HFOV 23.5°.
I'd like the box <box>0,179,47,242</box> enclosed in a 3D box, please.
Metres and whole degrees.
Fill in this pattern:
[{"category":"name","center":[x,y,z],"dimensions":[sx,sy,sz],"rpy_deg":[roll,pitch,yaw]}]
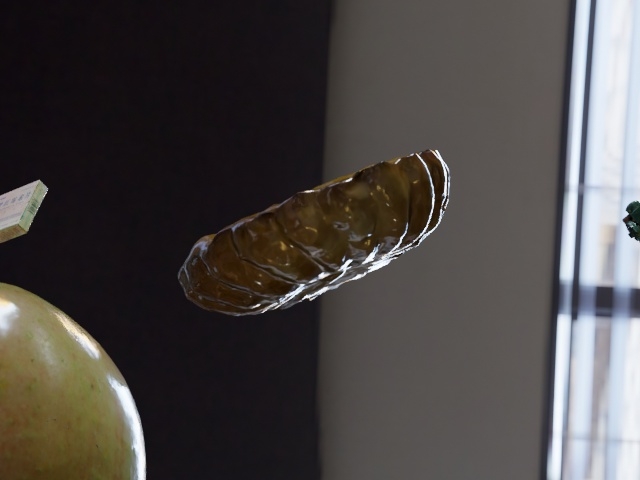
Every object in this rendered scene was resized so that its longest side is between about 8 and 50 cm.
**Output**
[{"category":"box","center":[-0.299,-0.020,1.440],"dimensions":[0.015,0.093,0.058],"rpy_deg":[47,43,-32]}]

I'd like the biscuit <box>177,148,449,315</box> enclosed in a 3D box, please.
[{"category":"biscuit","center":[0.000,0.000,1.713],"dimensions":[0.107,0.326,0.326],"rpy_deg":[64,-2,5]}]

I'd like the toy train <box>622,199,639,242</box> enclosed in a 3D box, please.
[{"category":"toy train","center":[0.320,0.006,1.417],"dimensions":[0.103,0.044,0.064],"rpy_deg":[51,2,19]}]

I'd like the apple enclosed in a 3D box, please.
[{"category":"apple","center":[-0.288,0.200,1.165],"dimensions":[0.319,0.319,0.277],"rpy_deg":[92,-12,-61]}]
